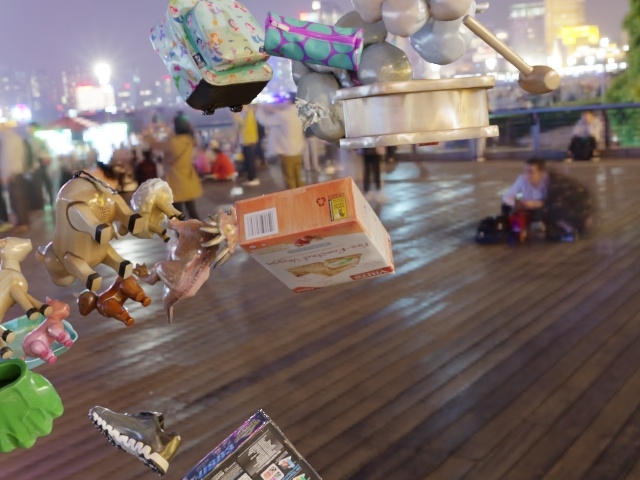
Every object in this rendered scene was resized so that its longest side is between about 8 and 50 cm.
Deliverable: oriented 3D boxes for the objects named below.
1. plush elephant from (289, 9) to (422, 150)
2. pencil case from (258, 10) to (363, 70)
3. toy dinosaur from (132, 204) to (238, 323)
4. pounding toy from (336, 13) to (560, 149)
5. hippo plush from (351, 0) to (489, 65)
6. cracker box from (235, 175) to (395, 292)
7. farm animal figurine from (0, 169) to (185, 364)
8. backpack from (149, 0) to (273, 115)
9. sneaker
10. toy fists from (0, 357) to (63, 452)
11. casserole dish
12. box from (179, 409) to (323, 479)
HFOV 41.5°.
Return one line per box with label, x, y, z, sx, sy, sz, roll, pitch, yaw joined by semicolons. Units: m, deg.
plush elephant;0.083;-0.331;1.755;0.255;0.272;0.330;-24;14;12
pencil case;-0.012;-0.297;1.260;0.152;0.064;0.070;11;-10;4
toy dinosaur;-0.238;0.037;1.589;0.127;0.295;0.200;19;8;-46
pounding toy;0.154;-0.202;1.093;0.270;0.154;0.154;-6;7;-11
hippo plush;0.189;-0.463;1.597;0.234;0.294;0.236;0;-22;18
cracker box;0.000;0.000;1.143;0.156;0.067;0.232;-12;-21;14
farm animal figurine;-0.421;0.028;1.395;0.172;0.326;0.330;36;18;23
backpack;-0.245;-0.432;1.878;0.225;0.253;0.191;-19;-23;-47
sneaker;-0.388;0.402;1.800;0.234;0.078;0.106;24;58;28
toy fists;-0.549;0.285;1.327;0.279;0.142;0.096;-22;37;-6
casserole dish;-0.538;0.190;1.564;0.114;0.037;0.188;28;21;16
box;-0.131;0.528;1.617;0.295;0.293;0.073;-41;22;-10
